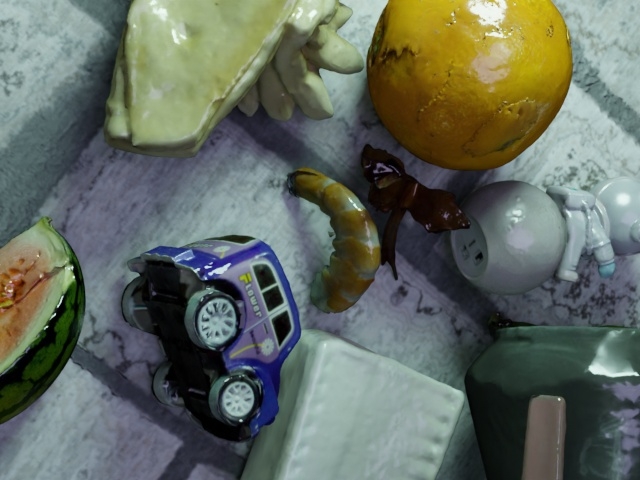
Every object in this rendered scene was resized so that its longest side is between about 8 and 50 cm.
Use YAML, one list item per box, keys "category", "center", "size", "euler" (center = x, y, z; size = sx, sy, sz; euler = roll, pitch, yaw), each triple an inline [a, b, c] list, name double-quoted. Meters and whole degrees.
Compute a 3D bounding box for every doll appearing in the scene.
- category: "doll"
  center: [0.306, -0.017, 1.621]
  size: [0.287, 0.151, 0.151]
  euler: [-10, 98, -23]

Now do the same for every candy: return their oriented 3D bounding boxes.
- category: "candy"
  center: [0.009, 0.298, 1.532]
  size: [0.208, 0.145, 0.359]
  euler: [20, 88, -22]

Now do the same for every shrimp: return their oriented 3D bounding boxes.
- category: "shrimp"
  center: [0.000, 0.000, 1.548]
  size: [0.166, 0.161, 0.049]
  euler: [47, 42, 17]

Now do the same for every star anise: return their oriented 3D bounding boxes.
- category: "star anise"
  center: [0.081, -0.027, 1.550]
  size: [0.140, 0.158, 0.144]
  euler: [28, 107, -20]

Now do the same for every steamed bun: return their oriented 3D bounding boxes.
- category: "steamed bun"
  center: [-0.067, -0.274, 1.460]
  size: [0.247, 0.189, 0.428]
  euler: [16, 87, 9]

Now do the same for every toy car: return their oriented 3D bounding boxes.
- category: "toy car"
  center: [-0.108, 0.105, 1.469]
  size: [0.158, 0.172, 0.235]
  euler: [-25, 107, -31]

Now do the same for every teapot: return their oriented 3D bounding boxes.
- category: "teapot"
  center: [0.303, 0.283, 1.475]
  size: [0.376, 0.305, 0.362]
  euler: [21, 69, -63]

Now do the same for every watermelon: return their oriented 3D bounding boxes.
- category: "watermelon"
  center: [-0.358, 0.128, 1.392]
  size: [0.303, 0.128, 0.159]
  euler: [-40, 106, -13]

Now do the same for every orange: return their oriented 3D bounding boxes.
- category: "orange"
  center: [0.173, -0.202, 1.498]
  size: [0.246, 0.246, 0.246]
  euler: [-2, 95, -20]

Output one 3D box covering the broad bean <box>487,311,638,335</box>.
- category: "broad bean"
  center: [0.332, 0.137, 1.688]
  size: [0.254, 0.046, 0.065]
  euler: [7, 92, -20]
